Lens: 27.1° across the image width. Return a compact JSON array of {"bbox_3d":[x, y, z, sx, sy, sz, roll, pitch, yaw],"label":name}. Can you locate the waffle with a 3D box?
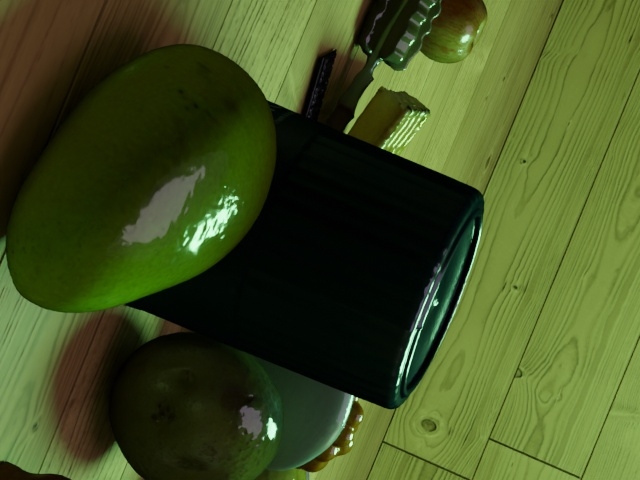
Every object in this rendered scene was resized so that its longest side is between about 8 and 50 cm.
[{"bbox_3d":[0.050,-0.097,1.736,0.221,0.055,0.248,-53,175,10],"label":"waffle"}]

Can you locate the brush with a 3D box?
[{"bbox_3d":[0.064,-0.219,1.718,0.301,0.084,0.071,-61,162,-5],"label":"brush"}]

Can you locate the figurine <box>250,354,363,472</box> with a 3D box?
[{"bbox_3d":[-0.050,0.165,1.664,0.382,0.205,0.225,134,-41,-86],"label":"figurine"}]

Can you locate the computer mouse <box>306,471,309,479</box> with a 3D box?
[{"bbox_3d":[-0.109,0.503,2.185,0.158,0.071,0.310,68,45,-70],"label":"computer mouse"}]

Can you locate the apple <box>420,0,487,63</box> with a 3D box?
[{"bbox_3d":[0.191,-0.328,1.959,0.126,0.102,0.126,22,90,-78],"label":"apple"}]

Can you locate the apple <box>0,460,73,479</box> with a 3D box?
[{"bbox_3d":[-0.294,0.381,1.156,0.328,0.295,0.365,-9,-131,60],"label":"apple"}]

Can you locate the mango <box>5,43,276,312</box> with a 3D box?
[{"bbox_3d":[-0.130,-0.053,1.039,0.273,0.149,0.185,-36,148,-58],"label":"mango"}]

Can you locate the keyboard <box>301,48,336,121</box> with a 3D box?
[{"bbox_3d":[-0.016,-0.139,1.644,0.063,0.010,0.198,-43,152,-65],"label":"keyboard"}]

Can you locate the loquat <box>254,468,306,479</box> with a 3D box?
[{"bbox_3d":[-0.106,0.289,1.678,0.149,0.172,0.205,117,-34,-45],"label":"loquat"}]

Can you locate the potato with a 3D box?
[{"bbox_3d":[-0.125,0.192,1.380,0.159,0.174,0.251,-45,160,-19],"label":"potato"}]

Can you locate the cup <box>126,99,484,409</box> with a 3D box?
[{"bbox_3d":[-0.008,0.015,1.311,0.308,0.292,0.242,65,48,-71],"label":"cup"}]
